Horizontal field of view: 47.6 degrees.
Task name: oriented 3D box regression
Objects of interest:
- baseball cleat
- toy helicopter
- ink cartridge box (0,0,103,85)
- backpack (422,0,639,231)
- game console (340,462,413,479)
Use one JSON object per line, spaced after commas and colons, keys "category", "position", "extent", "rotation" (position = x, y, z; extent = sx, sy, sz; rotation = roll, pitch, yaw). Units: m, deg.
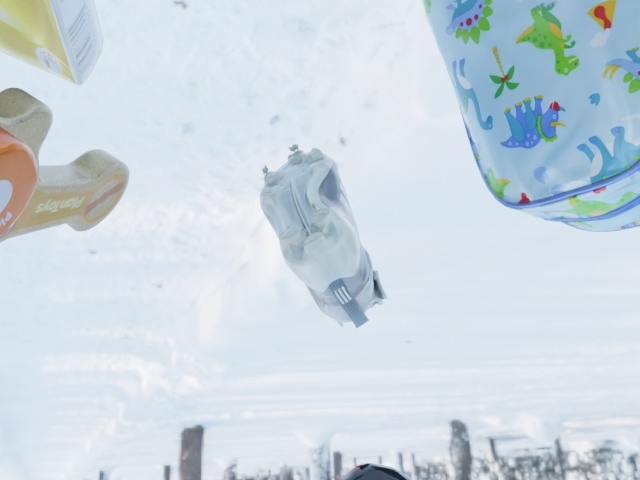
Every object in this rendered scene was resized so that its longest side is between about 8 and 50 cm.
{"category": "baseball cleat", "position": [0.000, 0.000, 0.578], "extent": [0.072, 0.206, 0.109], "rotation": [-24, 116, 8]}
{"category": "toy helicopter", "position": [-0.268, -0.014, 0.590], "extent": [0.140, 0.235, 0.355], "rotation": [32, -165, 8]}
{"category": "ink cartridge box", "position": [-0.337, -0.265, 0.561], "extent": [0.307, 0.072, 0.303], "rotation": [21, 165, -5]}
{"category": "backpack", "position": [0.231, -0.185, 0.614], "extent": [0.290, 0.355, 0.273], "rotation": [-15, -165, 47]}
{"category": "game console", "position": [0.092, 0.316, 0.245], "extent": [0.386, 0.342, 0.060], "rotation": [32, 150, 9]}
